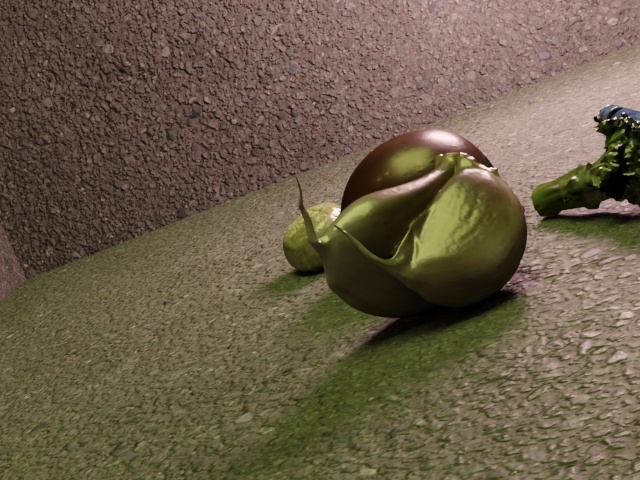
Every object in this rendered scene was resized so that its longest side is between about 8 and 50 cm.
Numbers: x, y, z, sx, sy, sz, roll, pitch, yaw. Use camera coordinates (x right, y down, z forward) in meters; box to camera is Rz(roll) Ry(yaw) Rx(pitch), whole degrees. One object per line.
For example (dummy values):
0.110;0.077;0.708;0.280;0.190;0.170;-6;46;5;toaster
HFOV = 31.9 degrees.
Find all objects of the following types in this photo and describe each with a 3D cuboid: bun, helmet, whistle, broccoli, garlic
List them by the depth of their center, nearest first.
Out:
0.155;0.006;1.702;0.340;0.245;0.231;-11;15;-33;garlic
0.471;-0.101;1.921;0.304;0.145;0.164;-23;44;57;broccoli
0.173;-0.086;2.126;0.385;0.230;0.337;-19;12;9;helmet
0.000;0.000;2.380;0.164;0.111;0.188;-42;18;-11;bun
0.663;-0.252;2.398;0.062;0.062;0.304;-21;11;3;whistle
